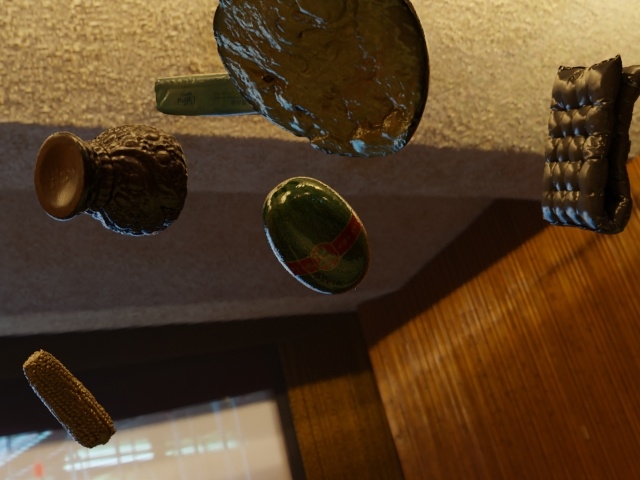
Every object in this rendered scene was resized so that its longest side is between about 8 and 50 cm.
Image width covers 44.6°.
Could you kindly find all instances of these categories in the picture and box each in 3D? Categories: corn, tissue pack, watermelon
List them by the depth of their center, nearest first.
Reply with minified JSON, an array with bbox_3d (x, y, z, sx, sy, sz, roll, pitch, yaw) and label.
[{"bbox_3d":[0.024,-0.285,1.138,0.189,0.331,0.330,-49,-8,-28],"label":"watermelon"},{"bbox_3d":[-0.178,-0.294,1.568,0.263,0.089,0.177,2,11,28],"label":"tissue pack"},{"bbox_3d":[-0.555,0.354,1.726,0.091,0.260,0.091,-33,19,-4],"label":"corn"}]

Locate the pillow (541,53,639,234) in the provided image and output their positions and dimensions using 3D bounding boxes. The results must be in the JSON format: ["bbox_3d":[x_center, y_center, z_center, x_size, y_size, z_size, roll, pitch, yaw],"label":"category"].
[{"bbox_3d":[0.517,-0.181,1.500,0.101,0.326,0.228,6,5,-12],"label":"pillow"}]

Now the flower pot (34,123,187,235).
[{"bbox_3d":[-0.484,-0.141,1.779,0.267,0.266,0.267,-33,-19,35],"label":"flower pot"}]

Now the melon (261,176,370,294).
[{"bbox_3d":[0.000,0.000,1.561,0.182,0.182,0.287,-27,-59,25],"label":"melon"}]
